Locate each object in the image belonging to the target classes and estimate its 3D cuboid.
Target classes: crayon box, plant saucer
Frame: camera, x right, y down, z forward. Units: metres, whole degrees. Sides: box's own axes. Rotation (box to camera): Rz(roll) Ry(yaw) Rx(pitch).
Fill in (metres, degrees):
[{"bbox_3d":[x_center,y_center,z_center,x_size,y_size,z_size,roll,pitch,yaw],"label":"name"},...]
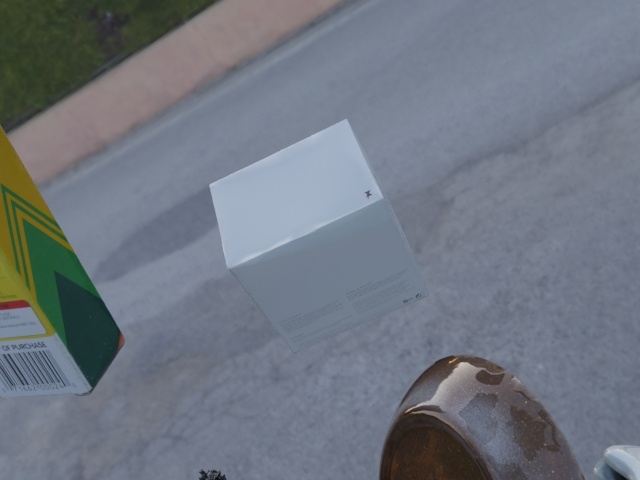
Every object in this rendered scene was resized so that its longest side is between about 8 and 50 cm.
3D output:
[{"bbox_3d":[-0.345,0.007,0.767,0.202,0.318,0.081,-7,32,24],"label":"crayon box"},{"bbox_3d":[0.086,0.170,0.495,0.036,0.198,0.199,-4,13,-26],"label":"plant saucer"}]

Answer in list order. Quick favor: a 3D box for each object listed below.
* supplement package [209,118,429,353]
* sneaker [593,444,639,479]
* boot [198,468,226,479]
[{"bbox_3d":[0.000,0.000,1.015,0.194,0.203,0.149,-24,48,6],"label":"supplement package"},{"bbox_3d":[0.288,0.306,0.706,0.118,0.110,0.292,16,45,4],"label":"sneaker"},{"bbox_3d":[-0.154,0.362,1.049,0.045,0.121,0.099,12,21,3],"label":"boot"}]
